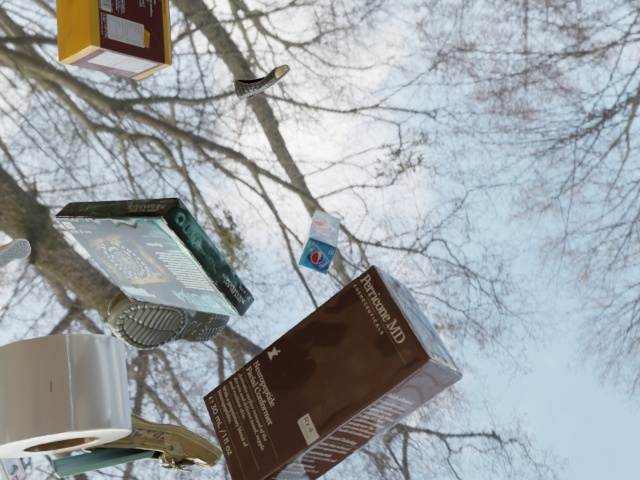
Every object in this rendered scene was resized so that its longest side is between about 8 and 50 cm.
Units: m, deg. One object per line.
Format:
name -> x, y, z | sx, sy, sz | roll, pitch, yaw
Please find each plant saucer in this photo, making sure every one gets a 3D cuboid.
plant saucer -> -0.432, 0.436, 1.308 | 0.192, 0.018, 0.067 | -6, -173, -27

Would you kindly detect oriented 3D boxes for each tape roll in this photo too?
tape roll -> -0.471, 0.283, 1.175 | 0.246, 0.246, 0.169 | -16, -110, 11

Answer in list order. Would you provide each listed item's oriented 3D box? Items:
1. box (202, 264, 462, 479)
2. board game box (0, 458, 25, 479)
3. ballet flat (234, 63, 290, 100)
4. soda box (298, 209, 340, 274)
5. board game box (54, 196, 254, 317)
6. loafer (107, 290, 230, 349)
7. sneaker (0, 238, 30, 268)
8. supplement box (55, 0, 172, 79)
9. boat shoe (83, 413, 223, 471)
box -> 0.010, 0.237, 1.049 | 0.381, 0.143, 0.191 | -39, -127, 12
board game box -> -0.850, 0.456, 1.597 | 0.193, 0.305, 0.053 | 6, -152, 22
ballet flat -> -0.132, -0.350, 1.426 | 0.173, 0.049, 0.057 | -13, -160, 43
soda box -> 0.000, 0.000, 1.494 | 0.067, 0.071, 0.210 | 20, -160, -4
board game box -> -0.161, 0.015, 0.621 | 0.186, 0.126, 0.026 | 2, -134, 42
loafer -> -0.245, 0.110, 1.022 | 0.087, 0.251, 0.094 | 44, -81, 26
sneaker -> -0.723, 0.030, 1.484 | 0.070, 0.051, 0.134 | -4, -163, 12
supplement box -> -0.431, -0.461, 1.372 | 0.129, 0.194, 0.191 | -7, -95, 40
boat shoe -> -0.344, 0.429, 1.350 | 0.285, 0.104, 0.089 | 13, -127, 6
